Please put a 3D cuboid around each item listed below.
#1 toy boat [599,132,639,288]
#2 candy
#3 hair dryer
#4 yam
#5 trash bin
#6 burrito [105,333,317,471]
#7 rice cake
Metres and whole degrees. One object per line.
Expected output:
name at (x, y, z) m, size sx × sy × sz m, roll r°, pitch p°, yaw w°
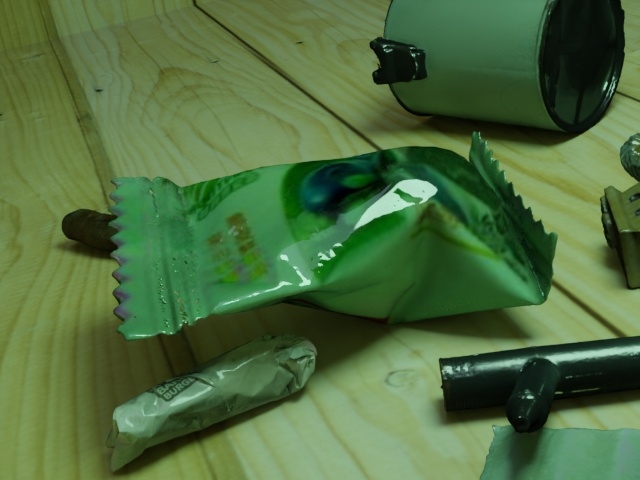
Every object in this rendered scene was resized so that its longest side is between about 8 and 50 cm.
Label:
toy boat at (0.337, -0.012, 0.991) m, size 0.121 × 0.089 × 0.321 m, roll -11°, pitch 26°, yaw 15°
candy at (0.000, -0.006, 0.972) m, size 0.397 × 0.172 × 0.263 m, roll -1°, pitch 23°, yaw -15°
hair dryer at (0.179, 0.112, 0.766) m, size 0.173 × 0.050 × 0.195 m, roll -9°, pitch 2°, yaw 4°
yam at (-0.226, -0.008, 1.252) m, size 0.241 × 0.057 × 0.057 m, roll 8°, pitch 30°, yaw 37°
trash bin at (0.252, -0.268, 1.419) m, size 0.262 × 0.217 × 0.277 m, roll 14°, pitch 33°, yaw 42°
burrito at (-0.095, 0.133, 0.889) m, size 0.203 × 0.064 × 0.064 m, roll -22°, pitch 27°, yaw -21°
rice cake at (0.151, 0.196, 0.671) m, size 0.127 × 0.043 × 0.237 m, roll 0°, pitch 27°, yaw 22°
